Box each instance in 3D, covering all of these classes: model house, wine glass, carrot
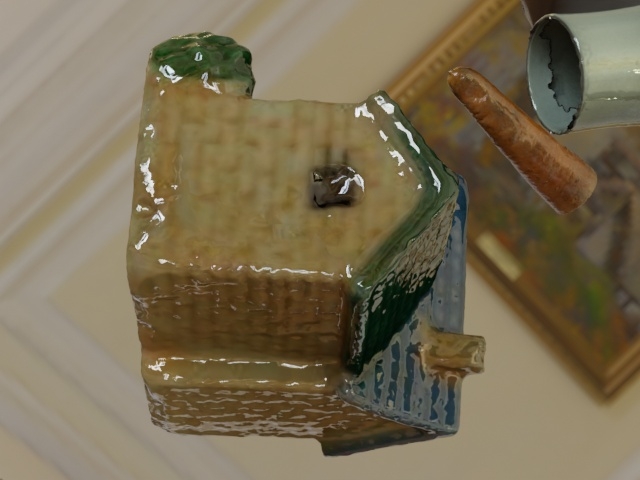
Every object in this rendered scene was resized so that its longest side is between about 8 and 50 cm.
[{"bbox_3d":[0.000,0.000,1.712,0.343,0.334,0.382,4,-23,2],"label":"model house"},{"bbox_3d":[0.271,-0.131,1.289,0.103,0.231,0.103,171,-90,-70],"label":"wine glass"},{"bbox_3d":[0.199,-0.110,1.784,0.210,0.061,0.061,40,4,-29],"label":"carrot"}]

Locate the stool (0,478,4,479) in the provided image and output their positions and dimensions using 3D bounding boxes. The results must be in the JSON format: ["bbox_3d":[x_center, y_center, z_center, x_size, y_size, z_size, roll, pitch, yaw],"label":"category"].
[{"bbox_3d":[-0.487,0.266,1.961,0.195,0.198,0.195,6,-55,23],"label":"stool"}]

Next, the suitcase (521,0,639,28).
[{"bbox_3d":[0.401,-0.375,2.011,0.188,0.345,0.339,-109,-165,-45],"label":"suitcase"}]
